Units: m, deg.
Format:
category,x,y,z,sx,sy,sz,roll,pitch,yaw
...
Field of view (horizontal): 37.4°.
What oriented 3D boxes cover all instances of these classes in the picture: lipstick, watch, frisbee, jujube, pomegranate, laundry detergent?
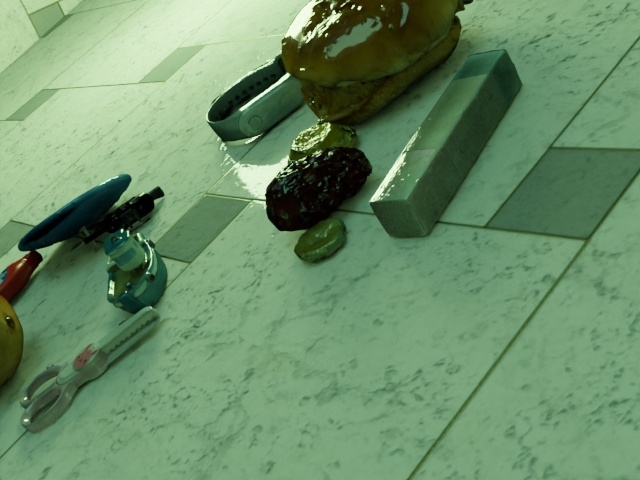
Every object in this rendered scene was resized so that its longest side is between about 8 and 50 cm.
category,x,y,z,sx,sy,sz,roll,pitch,yaw
lipstick,0.173,-0.135,1.261,0.068,0.066,0.317,-2,42,43
watch,-0.116,-0.266,1.768,0.206,0.068,0.193,-40,30,-7
frisbee,-0.440,-0.041,1.730,0.242,0.045,0.242,-36,2,1
jujube,-0.007,-0.076,1.342,0.166,0.104,0.104,-32,26,-24
pomegranate,-0.553,0.161,1.458,0.191,0.191,0.191,-26,30,16
laundry detergent,-0.578,0.081,1.740,0.097,0.049,0.165,-6,37,47

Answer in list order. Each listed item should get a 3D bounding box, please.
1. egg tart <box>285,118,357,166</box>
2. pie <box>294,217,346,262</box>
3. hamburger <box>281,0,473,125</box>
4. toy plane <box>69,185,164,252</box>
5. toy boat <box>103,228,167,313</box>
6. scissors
category,x,y,z,sx,sy,sz,roll,pitch,yaw
egg tart,-0.006,-0.145,1.482,0.130,0.052,0.130,-28,30,18
pie,0.000,0.000,1.285,0.084,0.020,0.084,-25,28,14
hamburger,0.089,-0.336,1.556,0.314,0.170,0.290,-37,35,-8
toy plane,-0.366,-0.032,1.689,0.197,0.053,0.078,-34,16,0
toy boat,-0.301,0.041,1.454,0.088,0.102,0.215,-34,29,6
scissors,-0.329,0.175,1.348,0.242,0.030,0.118,-37,29,1
